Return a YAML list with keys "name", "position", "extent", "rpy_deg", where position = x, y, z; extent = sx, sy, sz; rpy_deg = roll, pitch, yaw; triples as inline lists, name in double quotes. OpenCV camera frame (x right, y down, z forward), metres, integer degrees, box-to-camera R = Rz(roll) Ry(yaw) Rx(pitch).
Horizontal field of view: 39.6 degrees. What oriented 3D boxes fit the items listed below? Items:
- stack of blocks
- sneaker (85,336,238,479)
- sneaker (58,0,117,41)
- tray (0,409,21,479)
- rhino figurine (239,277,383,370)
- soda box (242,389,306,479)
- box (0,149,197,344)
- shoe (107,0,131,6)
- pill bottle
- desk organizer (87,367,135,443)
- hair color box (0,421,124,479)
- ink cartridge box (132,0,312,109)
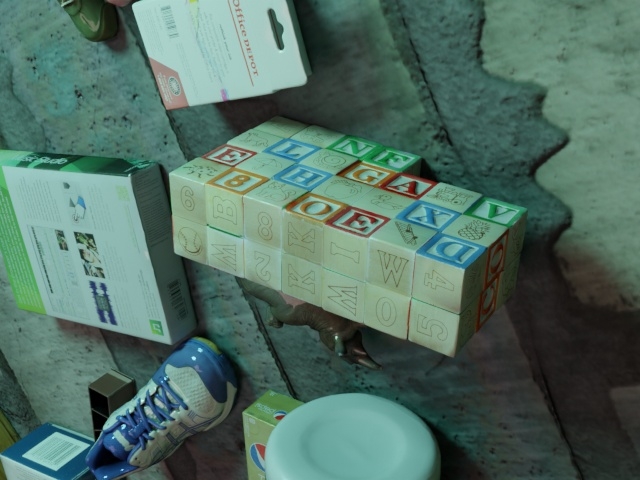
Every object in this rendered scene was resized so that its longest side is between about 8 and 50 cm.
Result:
- name: "stack of blocks"
  position: [0.031, -0.017, 0.815]
  extent: [0.297, 0.171, 0.087]
  rpy_deg: [19, 124, 28]
- name: "sneaker"
  position: [-0.215, 0.241, 1.178]
  extent: [0.112, 0.131, 0.296]
  rpy_deg: [47, 132, 10]
- name: "sneaker"
  position: [-0.305, -0.302, 0.980]
  extent: [0.064, 0.086, 0.192]
  rpy_deg: [-16, 103, 42]
- name: "tray"
  position: [-0.621, 0.375, 1.517]
  extent: [0.076, 0.203, 0.411]
  rpy_deg: [-32, 92, 42]
- name: "rhino figurine"
  position: [-0.026, 0.057, 0.948]
  extent: [0.243, 0.073, 0.106]
  rpy_deg: [43, 157, 9]
- name: "soda box"
  position: [-0.052, 0.284, 1.122]
  extent: [0.061, 0.058, 0.181]
  rpy_deg: [16, 122, 31]
- name: "box"
  position: [-0.317, 0.002, 1.179]
  extent: [0.322, 0.058, 0.232]
  rpy_deg: [7, 118, 34]
- name: "shoe"
  position: [-0.258, -0.328, 0.945]
  extent: [0.178, 0.063, 0.081]
  rpy_deg: [39, 126, 9]
- name: "pill bottle"
  position: [0.035, 0.357, 1.003]
  extent: [0.188, 0.188, 0.334]
  rpy_deg: [17, 123, 30]
- name: "desk organizer"
  position: [-0.305, 0.259, 1.311]
  extent: [0.047, 0.050, 0.130]
  rpy_deg: [20, 125, 29]
- name: "hair color box"
  position: [-0.394, 0.487, 1.468]
  extent: [0.174, 0.105, 0.347]
  rpy_deg: [10, 119, 34]
- name: "ink cartridge box"
  position: [-0.084, -0.201, 0.876]
  extent: [0.198, 0.067, 0.115]
  rpy_deg: [0, 114, 40]
